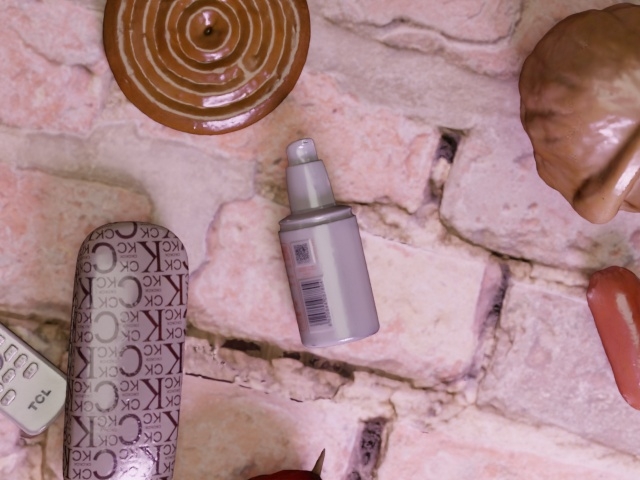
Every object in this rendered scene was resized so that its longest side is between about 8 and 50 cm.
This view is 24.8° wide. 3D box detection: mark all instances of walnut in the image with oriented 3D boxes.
[{"bbox_3d":[0.381,-0.153,1.743,0.296,0.285,0.285,31,88,-2],"label":"walnut"}]

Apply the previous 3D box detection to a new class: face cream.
[{"bbox_3d":[0.000,0.000,1.778,0.101,0.101,0.252,-12,93,-7],"label":"face cream"}]

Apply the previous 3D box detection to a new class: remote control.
[{"bbox_3d":[-0.391,0.153,1.767,0.190,0.029,0.087,41,87,-8],"label":"remote control"}]

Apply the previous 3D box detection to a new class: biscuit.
[{"bbox_3d":[-0.137,-0.259,1.781,0.261,0.037,0.262,0,92,-7],"label":"biscuit"}]

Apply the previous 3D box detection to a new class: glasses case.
[{"bbox_3d":[-0.236,0.154,1.754,0.137,0.085,0.355,4,91,-20],"label":"glasses case"}]

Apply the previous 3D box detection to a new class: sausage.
[{"bbox_3d":[0.396,0.125,1.851,0.077,0.077,0.194,-21,97,-6],"label":"sausage"}]

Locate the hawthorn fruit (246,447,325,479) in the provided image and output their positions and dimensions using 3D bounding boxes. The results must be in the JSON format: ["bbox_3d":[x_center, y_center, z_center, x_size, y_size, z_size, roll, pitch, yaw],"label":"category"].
[{"bbox_3d":[-0.053,0.366,1.760,0.189,0.189,0.251,39,68,-7],"label":"hawthorn fruit"}]
